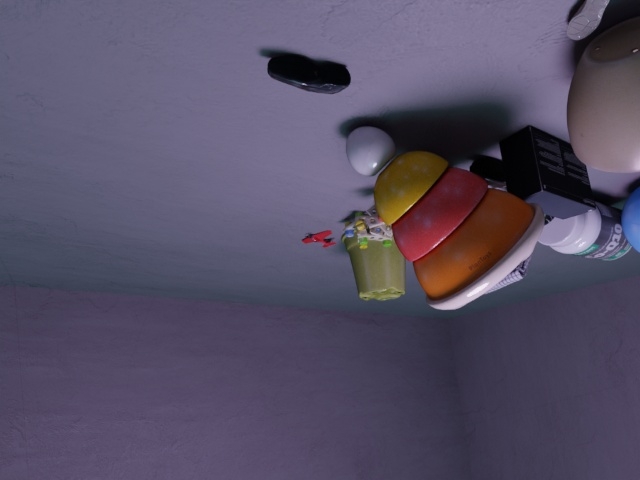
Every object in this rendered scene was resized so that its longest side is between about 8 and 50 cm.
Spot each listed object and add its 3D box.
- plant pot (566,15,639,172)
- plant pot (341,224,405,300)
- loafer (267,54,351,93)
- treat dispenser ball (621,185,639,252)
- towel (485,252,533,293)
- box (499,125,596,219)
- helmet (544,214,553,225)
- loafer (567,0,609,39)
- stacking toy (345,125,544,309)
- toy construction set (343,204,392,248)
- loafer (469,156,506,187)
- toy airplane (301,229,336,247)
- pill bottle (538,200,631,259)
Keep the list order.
[{"bbox_3d":[0.586,-0.293,0.877,0.284,0.284,0.191,-18,127,36],"label":"plant pot"},{"bbox_3d":[0.231,0.098,1.886,0.276,0.253,0.276,-4,161,-1],"label":"plant pot"},{"bbox_3d":[-0.027,-0.318,0.941,0.170,0.062,0.061,6,163,-22],"label":"loafer"},{"bbox_3d":[1.130,-0.069,1.520,0.288,0.288,0.288,-3,161,-1],"label":"treat dispenser ball"},{"bbox_3d":[0.716,0.056,1.866,0.121,0.283,0.235,37,147,-3],"label":"towel"},{"bbox_3d":[0.613,-0.174,1.283,0.261,0.184,0.103,10,156,-33],"label":"box"},{"bbox_3d":[0.670,-0.120,1.508,0.170,0.169,0.161,-9,143,15],"label":"helmet"},{"bbox_3d":[0.471,-0.402,0.823,0.045,0.039,0.125,29,168,12],"label":"loafer"},{"bbox_3d":[0.255,-0.104,1.158,0.350,0.480,0.350,-44,-179,1],"label":"stacking toy"},{"bbox_3d":[0.205,-0.066,1.598,0.215,0.151,0.327,-1,171,-7],"label":"toy construction set"},{"bbox_3d":[0.510,-0.182,1.393,0.220,0.080,0.078,8,157,-30],"label":"loafer"},{"bbox_3d":[0.000,0.000,1.901,0.151,0.028,0.151,-4,160,-1],"label":"toy airplane"},{"bbox_3d":[0.918,-0.045,1.675,0.361,0.204,0.204,8,158,-31],"label":"pill bottle"}]
